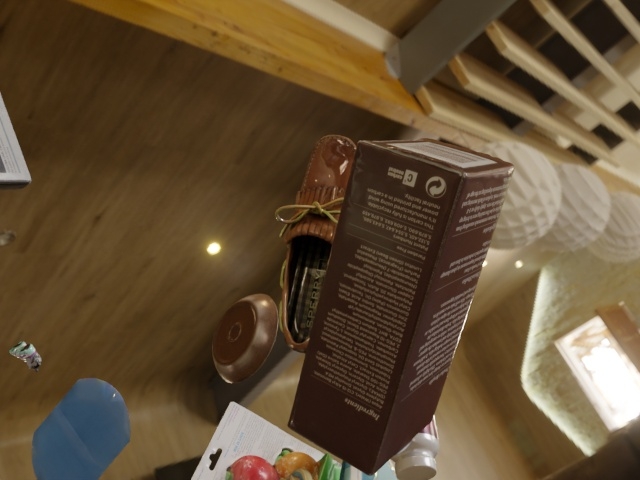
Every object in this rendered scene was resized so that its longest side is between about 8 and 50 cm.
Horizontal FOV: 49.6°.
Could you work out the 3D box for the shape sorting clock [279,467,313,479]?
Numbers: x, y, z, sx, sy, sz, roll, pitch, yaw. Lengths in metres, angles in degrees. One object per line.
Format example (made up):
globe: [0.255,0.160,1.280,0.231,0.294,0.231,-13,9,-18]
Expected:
shape sorting clock: [-0.049,0.272,0.517,0.206,0.040,0.206,-63,5,9]

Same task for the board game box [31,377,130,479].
board game box: [-0.330,0.280,0.974,0.169,0.133,0.033,-50,-30,-1]

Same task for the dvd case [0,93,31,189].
dvd case: [-0.406,-0.129,0.649,0.029,0.179,0.238,-26,-8,28]

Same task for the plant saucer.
plant saucer: [-0.169,0.198,1.453,0.036,0.199,0.198,30,-59,-36]

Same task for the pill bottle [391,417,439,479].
pill bottle: [0.147,0.310,1.130,0.086,0.152,0.086,-2,-42,-2]

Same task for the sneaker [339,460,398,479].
sneaker: [0.145,0.514,1.452,0.208,0.319,0.127,10,-52,0]

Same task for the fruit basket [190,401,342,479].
fruit basket: [-0.106,0.557,1.518,0.165,0.353,0.327,-62,2,33]

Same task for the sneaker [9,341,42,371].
sneaker: [-0.642,0.260,1.519,0.038,0.069,0.098,-42,24,-31]

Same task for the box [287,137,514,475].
box: [0.100,0.071,0.864,0.191,0.143,0.382,-14,-59,-58]

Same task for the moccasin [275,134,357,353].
moccasin: [-0.003,-0.001,1.174,0.139,0.380,0.147,13,-10,13]
